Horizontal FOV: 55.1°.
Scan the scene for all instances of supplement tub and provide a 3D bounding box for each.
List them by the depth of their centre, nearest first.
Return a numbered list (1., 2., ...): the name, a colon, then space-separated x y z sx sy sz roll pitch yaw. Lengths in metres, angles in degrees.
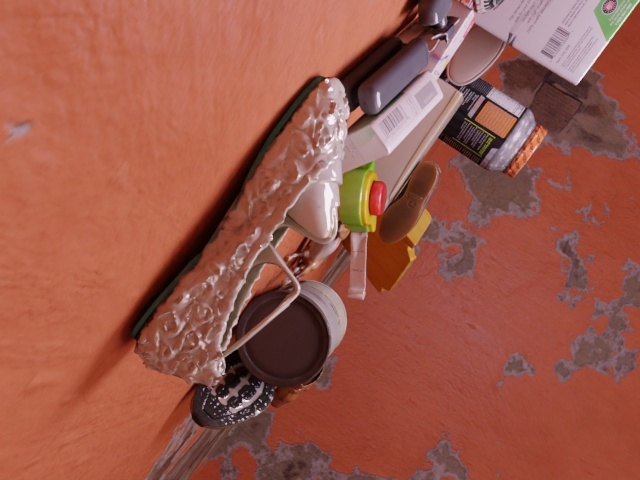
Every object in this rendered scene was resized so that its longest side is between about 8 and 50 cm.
1. supplement tub: 0.427 -0.317 1.646 0.193 0.316 0.193 -53 173 -9

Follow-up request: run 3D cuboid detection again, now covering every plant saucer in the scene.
1. plant saucer: -0.063 0.099 1.620 0.083 0.013 0.083 -52 172 -11

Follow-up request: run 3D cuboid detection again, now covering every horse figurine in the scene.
1. horse figurine: 0.000 0.000 1.356 0.263 0.066 0.174 -55 163 25

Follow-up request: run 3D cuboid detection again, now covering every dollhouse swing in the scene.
1. dollhouse swing: 0.273 -0.070 1.996 0.305 0.315 0.346 -27 160 -26

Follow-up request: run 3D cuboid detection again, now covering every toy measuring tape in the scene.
1. toy measuring tape: 0.068 -0.026 1.221 0.121 0.122 0.329 -37 132 -67

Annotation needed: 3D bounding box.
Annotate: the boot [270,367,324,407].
1. boot: -0.035 0.331 1.538 0.152 0.073 0.197 -45 -177 44

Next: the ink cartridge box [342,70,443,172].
1. ink cartridge box: 0.052 -0.159 0.926 0.225 0.056 0.181 -14 -154 46

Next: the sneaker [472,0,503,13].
1. sneaker: 0.278 -0.412 0.910 0.299 0.112 0.120 -37 126 -71

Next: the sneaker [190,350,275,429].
1. sneaker: -0.197 0.354 1.477 0.182 0.158 0.410 -48 173 24

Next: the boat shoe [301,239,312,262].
1. boat shoe: 0.013 0.004 1.483 0.178 0.060 0.064 -57 172 23

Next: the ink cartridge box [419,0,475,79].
1. ink cartridge box: 0.187 -0.323 1.079 0.198 0.067 0.115 -57 172 19

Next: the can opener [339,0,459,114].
1. can opener: 0.112 -0.283 0.870 0.283 0.076 0.095 -48 138 -37

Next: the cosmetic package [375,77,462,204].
1. cosmetic package: 0.180 -0.215 1.356 0.309 0.113 0.160 -57 172 15

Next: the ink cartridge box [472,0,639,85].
1. ink cartridge box: 0.490 -0.503 1.320 0.211 0.289 0.121 -58 175 25

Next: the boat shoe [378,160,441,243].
1. boat shoe: 0.204 -0.083 1.374 0.207 0.073 0.073 -56 170 15

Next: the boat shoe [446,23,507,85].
1. boat shoe: 0.424 -0.526 1.482 0.335 0.112 0.095 -61 166 24

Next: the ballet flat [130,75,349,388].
1. ballet flat: -0.061 0.001 0.744 0.408 0.147 0.147 -55 173 -2

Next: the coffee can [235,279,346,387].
1. coffee can: -0.055 0.199 1.393 0.201 0.202 0.275 -55 173 7

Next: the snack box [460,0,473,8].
1. snack box: 0.290 -0.467 1.251 0.064 0.022 0.178 -48 170 -46
